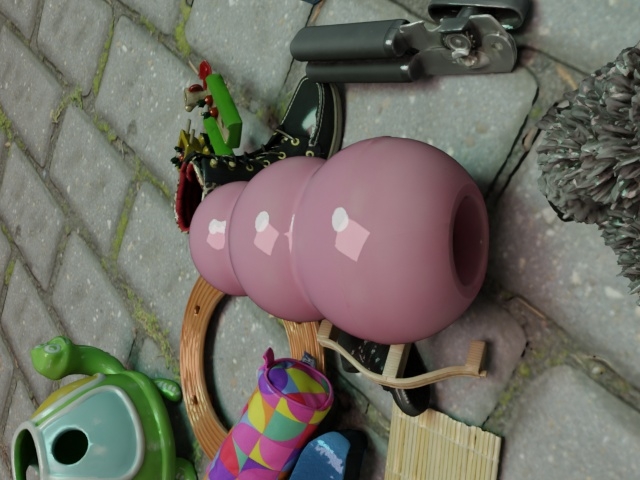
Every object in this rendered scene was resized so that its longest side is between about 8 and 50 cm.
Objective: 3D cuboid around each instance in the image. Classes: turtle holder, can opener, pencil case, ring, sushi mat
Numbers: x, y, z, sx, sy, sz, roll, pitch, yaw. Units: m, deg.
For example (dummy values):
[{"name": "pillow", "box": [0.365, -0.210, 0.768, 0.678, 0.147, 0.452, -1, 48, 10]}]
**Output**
[{"name": "turtle holder", "box": [-0.357, 0.308, 1.165, 0.243, 0.227, 0.320, -12, 79, 48]}, {"name": "can opener", "box": [0.095, -0.228, 0.814, 0.283, 0.076, 0.095, 11, 63, 42]}, {"name": "pencil case", "box": [-0.069, 0.247, 0.902, 0.104, 0.104, 0.236, 47, 121, 39]}, {"name": "ring", "box": [-0.100, 0.173, 1.037, 0.337, 0.032, 0.336, -5, 83, 48]}, {"name": "sushi mat", "box": [0.115, 0.339, 0.797, 0.151, 0.019, 0.316, 11, 95, 47]}]

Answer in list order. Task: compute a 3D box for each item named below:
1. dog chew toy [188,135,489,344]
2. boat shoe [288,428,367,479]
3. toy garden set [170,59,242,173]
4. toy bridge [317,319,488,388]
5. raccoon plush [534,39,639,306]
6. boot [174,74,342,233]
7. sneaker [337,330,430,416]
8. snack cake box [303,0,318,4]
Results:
[{"name": "dog chew toy", "box": [0.000, 0.000, 0.769, 0.332, 0.207, 0.206, 0, 87, 32]}, {"name": "boat shoe", "box": [-0.008, 0.341, 0.887, 0.109, 0.089, 0.258, 44, 114, 25]}, {"name": "toy garden set", "box": [-0.175, -0.135, 1.058, 0.244, 0.049, 0.203, 104, 149, -45]}, {"name": "toy bridge", "box": [0.083, 0.123, 0.773, 0.188, 0.026, 0.063, 8, 65, 25]}, {"name": "raccoon plush", "box": [0.267, 0.006, 0.392, 0.216, 0.446, 0.299, -22, 69, 10]}, {"name": "boot", "box": [-0.075, -0.104, 0.913, 0.085, 0.179, 0.236, 31, 109, 44]}, {"name": "sneaker", "box": [0.063, 0.136, 0.841, 0.089, 0.051, 0.170, -42, 49, 33]}, {"name": "snack cake box", "box": [-0.007, -0.460, 0.928, 0.152, 0.089, 0.264, -18, 75, 47]}]
